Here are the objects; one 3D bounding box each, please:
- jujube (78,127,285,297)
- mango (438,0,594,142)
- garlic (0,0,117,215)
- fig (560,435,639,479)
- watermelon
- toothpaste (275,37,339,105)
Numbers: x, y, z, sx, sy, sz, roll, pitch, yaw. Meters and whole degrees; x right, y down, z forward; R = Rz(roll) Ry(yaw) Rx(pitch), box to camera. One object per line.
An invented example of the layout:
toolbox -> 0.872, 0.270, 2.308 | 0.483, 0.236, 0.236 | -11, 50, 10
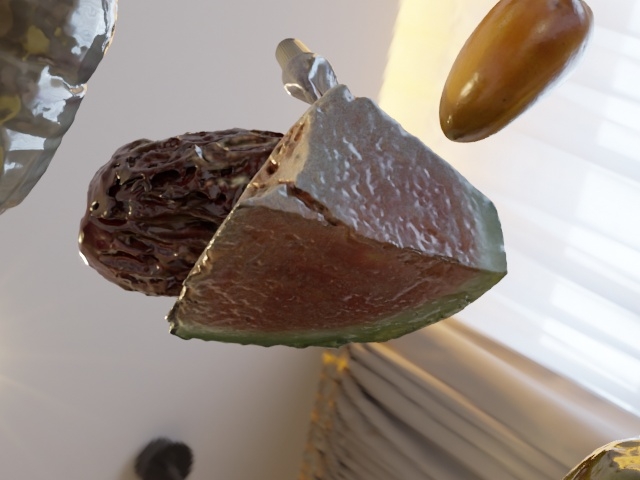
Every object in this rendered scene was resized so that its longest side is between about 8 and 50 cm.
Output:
jujube -> -0.116, -0.031, 1.645 | 0.376, 0.258, 0.258 | 9, -69, -2
mango -> 0.202, -0.184, 1.343 | 0.112, 0.145, 0.219 | 42, -110, -7
garlic -> -0.256, -0.150, 0.765 | 0.317, 0.317, 0.259 | -59, -21, -1
fig -> 0.166, 0.163, 0.594 | 0.154, 0.144, 0.166 | -51, -20, -60
watermelon -> 0.000, 0.000, 1.153 | 0.193, 0.310, 0.232 | -60, -43, -43
toothpaste -> 0.008, -0.176, 1.621 | 0.099, 0.282, 0.068 | 1, -56, -29
